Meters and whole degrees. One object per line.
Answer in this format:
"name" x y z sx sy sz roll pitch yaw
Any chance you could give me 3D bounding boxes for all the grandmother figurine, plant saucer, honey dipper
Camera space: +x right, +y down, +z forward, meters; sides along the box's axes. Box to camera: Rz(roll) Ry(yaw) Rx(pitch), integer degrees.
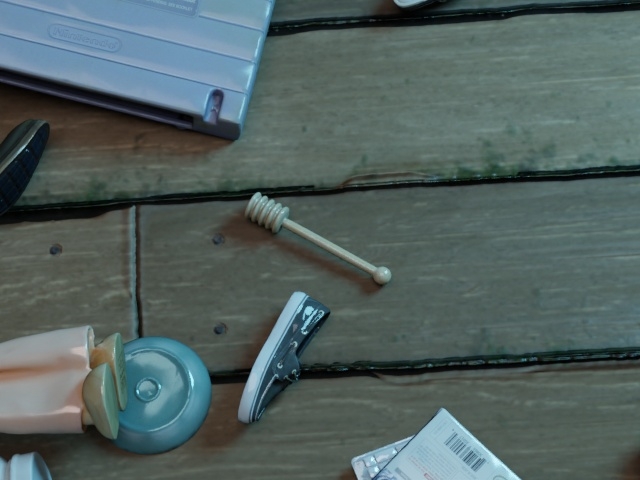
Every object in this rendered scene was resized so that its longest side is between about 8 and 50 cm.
"grandmother figurine" -0.357 0.140 1.497 0.342 0.208 0.104 -4 101 2
"plant saucer" -0.166 0.147 1.559 0.119 0.021 0.119 -2 68 4
"honey dipper" 0.000 0.000 1.600 0.160 0.030 0.030 27 73 11

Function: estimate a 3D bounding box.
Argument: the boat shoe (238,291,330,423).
"boat shoe" -0.035 0.115 1.547 0.040 0.049 0.142 22 70 12

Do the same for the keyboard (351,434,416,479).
"keyboard" 0.108 0.305 1.479 0.072 0.014 0.256 -21 69 -4

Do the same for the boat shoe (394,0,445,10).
"boat shoe" 0.134 -0.272 1.689 0.125 0.038 0.046 -34 51 -10

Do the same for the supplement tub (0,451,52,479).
"supplement tub" -0.341 0.274 1.457 0.199 0.144 0.144 -14 68 -1

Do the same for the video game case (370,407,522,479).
"video game case" 0.123 0.302 1.452 0.232 0.042 0.210 41 72 15

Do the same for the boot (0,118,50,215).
"boot" -0.373 -0.055 1.622 0.106 0.082 0.219 33 77 13

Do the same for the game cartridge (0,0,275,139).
"game cartridge" -0.229 -0.251 1.678 0.355 0.068 0.230 14 66 -1
